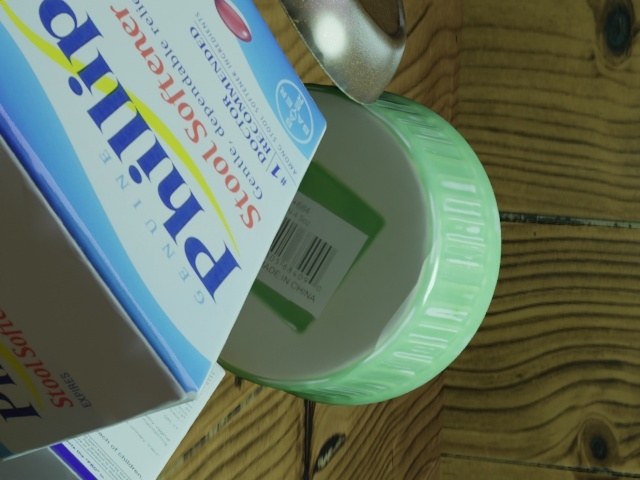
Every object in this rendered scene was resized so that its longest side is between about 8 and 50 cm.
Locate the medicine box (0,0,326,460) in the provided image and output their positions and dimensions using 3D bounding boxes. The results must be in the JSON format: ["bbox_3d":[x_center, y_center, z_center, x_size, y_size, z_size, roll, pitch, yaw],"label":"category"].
[{"bbox_3d":[-0.150,-0.074,0.943,0.263,0.149,0.289,57,30,-24],"label":"medicine box"}]

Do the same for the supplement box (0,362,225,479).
[{"bbox_3d":[-0.168,0.128,1.138,0.114,0.111,0.220,46,26,-7],"label":"supplement box"}]

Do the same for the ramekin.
[{"bbox_3d":[0.000,0.000,1.507,0.148,0.303,0.303,10,85,-69],"label":"ramekin"}]

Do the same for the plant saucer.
[{"bbox_3d":[0.001,-0.266,1.399,0.310,0.050,0.310,57,19,-33],"label":"plant saucer"}]
